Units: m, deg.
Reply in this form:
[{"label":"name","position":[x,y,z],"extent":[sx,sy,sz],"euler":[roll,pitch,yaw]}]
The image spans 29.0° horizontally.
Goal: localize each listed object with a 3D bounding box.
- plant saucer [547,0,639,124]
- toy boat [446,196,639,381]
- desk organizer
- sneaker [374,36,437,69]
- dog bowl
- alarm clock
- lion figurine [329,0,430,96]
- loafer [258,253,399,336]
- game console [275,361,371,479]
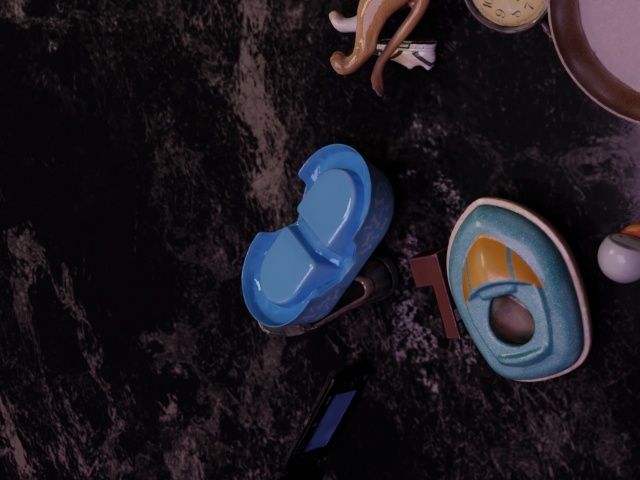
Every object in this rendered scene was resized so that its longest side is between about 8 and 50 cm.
[{"label":"plant saucer","position":[0.434,-0.291,1.499],"extent":[0.311,0.050,0.310],"euler":[8,109,23]},{"label":"toy boat","position":[0.307,0.049,1.647],"extent":[0.318,0.148,0.267],"euler":[-24,92,36]},{"label":"desk organizer","position":[0.176,0.078,1.803],"extent":[0.050,0.047,0.130],"euler":[-11,99,37]},{"label":"sneaker","position":[0.113,-0.261,1.736],"extent":[0.109,0.040,0.043],"euler":[10,120,34]},{"label":"dog bowl","position":[0.000,0.000,1.821],"extent":[0.297,0.074,0.166],"euler":[-56,46,19]},{"label":"alarm clock","position":[0.236,-0.346,1.613],"extent":[0.192,0.064,0.129],"euler":[25,120,19]},{"label":"lion figurine","position":[0.059,-0.414,1.664],"extent":[0.240,0.142,0.392],"euler":[-32,93,27]},{"label":"loafer","position":[-0.006,0.088,1.897],"extent":[0.267,0.084,0.096],"euler":[-24,92,35]},{"label":"game console","position":[-0.031,0.344,1.931],"extent":[0.044,0.213,0.361],"euler":[33,109,20]}]
